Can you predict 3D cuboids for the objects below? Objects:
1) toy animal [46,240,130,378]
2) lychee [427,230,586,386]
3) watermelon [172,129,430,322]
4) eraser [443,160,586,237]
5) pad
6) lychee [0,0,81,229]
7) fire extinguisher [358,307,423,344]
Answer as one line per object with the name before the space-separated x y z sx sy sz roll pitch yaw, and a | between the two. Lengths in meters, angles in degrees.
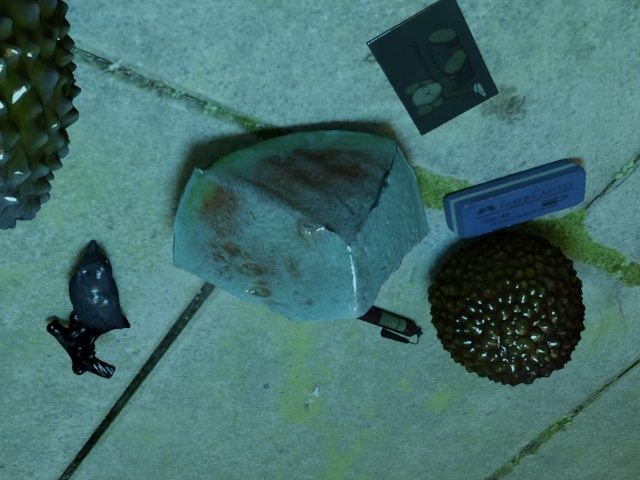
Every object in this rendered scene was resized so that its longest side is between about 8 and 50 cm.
toy animal | -0.331 0.102 1.235 0.117 0.121 0.210 -3 131 -40
lychee | 0.313 0.120 1.322 0.267 0.267 0.267 -8 135 -8
watermelon | 0.000 0.000 1.108 0.387 0.258 0.228 -4 136 -18
eraser | 0.313 -0.066 1.291 0.225 0.036 0.082 -17 137 0
pad | 0.159 -0.236 1.104 0.127 0.004 0.190 -29 134 12
lychee | -0.407 -0.182 0.738 0.380 0.432 0.380 -42 162 -18
fire extinguisher | 0.129 0.156 1.448 0.173 0.049 0.035 22 117 -33
